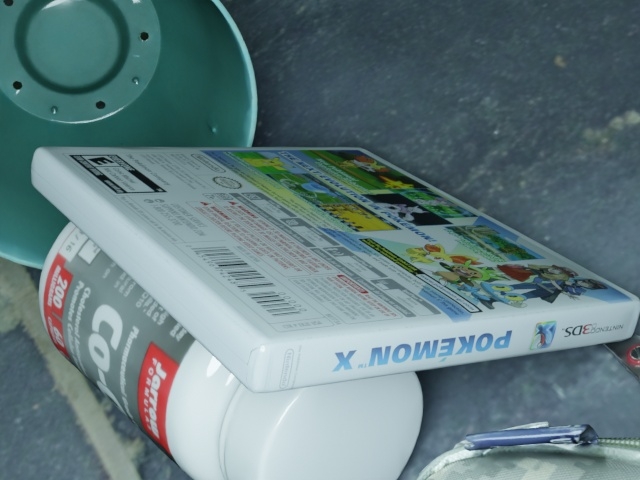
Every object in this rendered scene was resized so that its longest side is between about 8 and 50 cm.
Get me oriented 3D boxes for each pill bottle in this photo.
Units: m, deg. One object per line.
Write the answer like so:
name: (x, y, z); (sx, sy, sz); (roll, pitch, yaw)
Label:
pill bottle: (-0.071, 0.080, 0.834); (0.161, 0.161, 0.283); (-46, 44, -13)

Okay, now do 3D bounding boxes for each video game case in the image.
video game case: (0.000, 0.000, 0.800); (0.299, 0.036, 0.329); (-3, 23, -35)

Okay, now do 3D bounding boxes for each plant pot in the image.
plant pot: (-0.220, -0.152, 1.054); (0.293, 0.293, 0.235); (-32, 28, 3)

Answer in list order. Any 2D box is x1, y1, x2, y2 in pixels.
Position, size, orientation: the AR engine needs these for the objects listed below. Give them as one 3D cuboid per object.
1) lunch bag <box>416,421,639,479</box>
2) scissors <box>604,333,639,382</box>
lunch bag: (0.165, 0.219, 0.467); (0.256, 0.305, 0.213); (16, 62, 38)
scissors: (0.230, 0.084, 0.757); (0.109, 0.021, 0.297); (-30, 42, 8)
